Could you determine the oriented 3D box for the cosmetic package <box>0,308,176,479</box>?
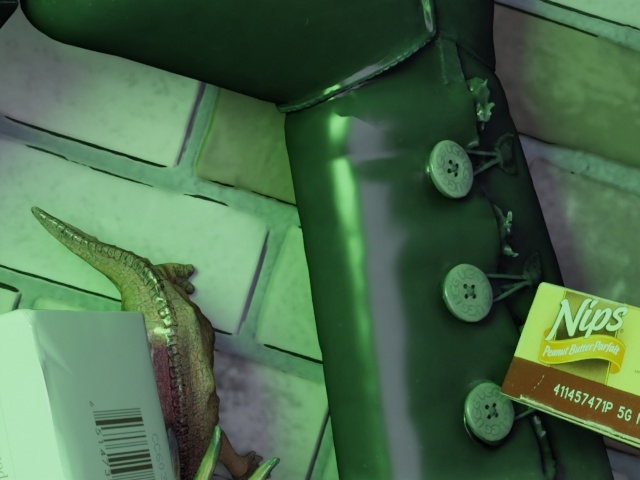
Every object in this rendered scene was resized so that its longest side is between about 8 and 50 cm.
[{"bbox_3d":[-0.284,0.182,1.170,0.385,0.156,0.217,-16,82,18],"label":"cosmetic package"}]

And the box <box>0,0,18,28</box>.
[{"bbox_3d":[-0.386,-0.142,1.202,0.293,0.073,0.295,44,106,7],"label":"box"}]

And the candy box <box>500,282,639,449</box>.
[{"bbox_3d":[0.295,0.125,1.283,0.316,0.183,0.087,23,87,-39],"label":"candy box"}]

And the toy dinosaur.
[{"bbox_3d":[-0.102,0.107,1.267,0.127,0.200,0.295,-16,94,-9],"label":"toy dinosaur"}]

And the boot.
[{"bbox_3d":[0.002,0.000,1.280,0.367,0.146,0.445,-11,95,-29],"label":"boot"}]
